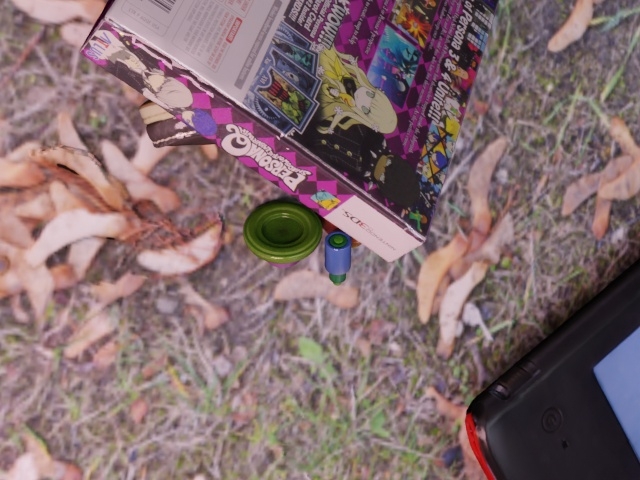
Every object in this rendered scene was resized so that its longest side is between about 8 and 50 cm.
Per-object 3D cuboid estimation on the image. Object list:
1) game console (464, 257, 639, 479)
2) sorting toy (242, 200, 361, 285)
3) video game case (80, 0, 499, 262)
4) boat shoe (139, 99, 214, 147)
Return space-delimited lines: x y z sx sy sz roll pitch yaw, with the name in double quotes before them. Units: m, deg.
"game console" 0.319 0.159 0.940 0.386 0.060 0.342 -36 112 -21
"sorting toy" 0.000 0.000 0.783 0.102 0.061 0.042 -21 141 -19
"video game case" -0.001 -0.135 0.693 0.210 0.042 0.232 33 52 -18
"boat shoe" -0.004 -0.070 0.750 0.223 0.080 0.073 -10 96 -34
